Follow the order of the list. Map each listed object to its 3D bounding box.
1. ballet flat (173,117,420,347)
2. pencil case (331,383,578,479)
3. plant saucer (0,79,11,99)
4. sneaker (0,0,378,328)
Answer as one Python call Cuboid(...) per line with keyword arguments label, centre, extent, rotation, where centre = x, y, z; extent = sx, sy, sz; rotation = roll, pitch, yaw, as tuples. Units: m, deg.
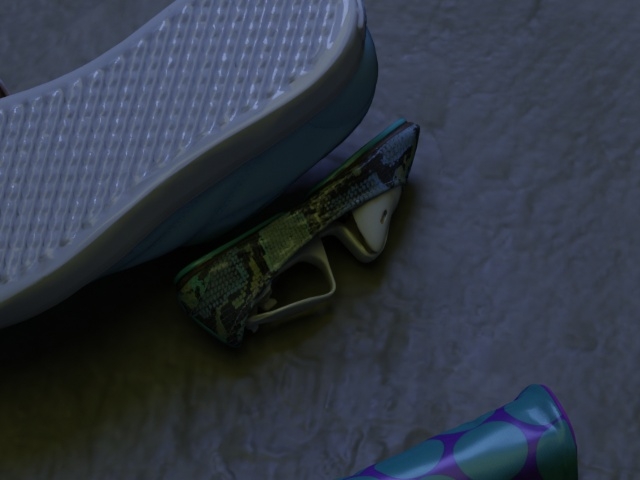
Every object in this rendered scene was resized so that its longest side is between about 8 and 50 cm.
Cuboid(label="ballet flat", centre=(0.000, 0.000, 1.036), extent=(0.188, 0.070, 0.070), rotation=(-36, 58, -16))
Cuboid(label="pencil case", centre=(0.064, 0.135, 0.918), extent=(0.151, 0.064, 0.070), rotation=(-23, 15, -9))
Cuboid(label="plant saucer", centre=(-0.289, -0.047, 1.112), extent=(0.198, 0.036, 0.199), rotation=(-3, 54, 5))
Cuboid(label="sneaker", centre=(-0.120, -0.023, 1.020), extent=(0.366, 0.150, 0.135), rotation=(-27, 63, 4))
